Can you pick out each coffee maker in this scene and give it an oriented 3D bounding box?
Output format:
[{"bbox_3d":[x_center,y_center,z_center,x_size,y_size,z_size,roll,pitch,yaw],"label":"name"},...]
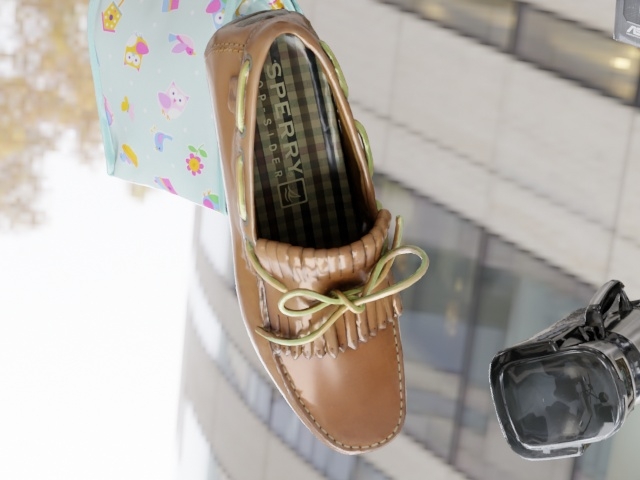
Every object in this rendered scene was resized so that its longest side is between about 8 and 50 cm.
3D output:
[{"bbox_3d":[0.226,0.131,1.647,0.120,0.171,0.178,56,-147,10],"label":"coffee maker"}]

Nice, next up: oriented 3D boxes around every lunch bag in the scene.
[{"bbox_3d":[-0.126,-0.183,1.928,0.160,0.262,0.223,-21,-154,-39],"label":"lunch bag"}]

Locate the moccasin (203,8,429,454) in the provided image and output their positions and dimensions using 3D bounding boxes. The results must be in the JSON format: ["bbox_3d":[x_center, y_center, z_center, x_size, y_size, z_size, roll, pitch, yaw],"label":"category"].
[{"bbox_3d":[0.003,-0.001,1.501,0.139,0.380,0.147,-11,-166,-13],"label":"moccasin"}]

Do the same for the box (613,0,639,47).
[{"bbox_3d":[0.367,-0.227,1.577,0.231,0.183,0.056,23,-135,30],"label":"box"}]
